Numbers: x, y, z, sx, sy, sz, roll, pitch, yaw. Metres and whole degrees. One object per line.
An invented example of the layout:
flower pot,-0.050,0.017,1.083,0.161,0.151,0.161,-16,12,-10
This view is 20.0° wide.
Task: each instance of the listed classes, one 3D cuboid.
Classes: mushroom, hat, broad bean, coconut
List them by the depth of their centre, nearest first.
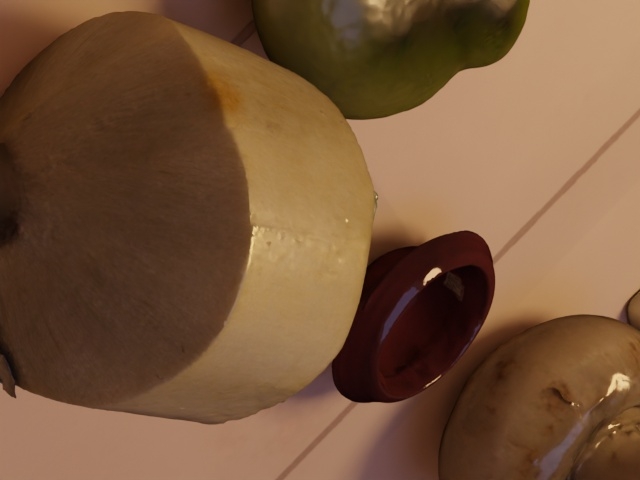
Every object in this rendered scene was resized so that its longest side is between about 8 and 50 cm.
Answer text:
coconut,-0.121,-0.009,1.332,0.323,0.323,0.323,-26,136,-28
broad bean,0.061,-0.209,1.480,0.291,0.119,0.238,6,111,-47
hat,0.080,0.067,1.759,0.205,0.089,0.205,-32,142,-29
mushroom,0.283,0.240,1.940,0.297,0.290,0.297,-25,135,-28

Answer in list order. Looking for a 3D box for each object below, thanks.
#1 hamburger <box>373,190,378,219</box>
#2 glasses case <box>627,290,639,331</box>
hamburger,-0.003,-0.002,1.651,0.084,0.054,0.121,14,107,-45
glasses case,0.458,0.144,2.218,0.131,0.070,0.313,-39,141,-14
